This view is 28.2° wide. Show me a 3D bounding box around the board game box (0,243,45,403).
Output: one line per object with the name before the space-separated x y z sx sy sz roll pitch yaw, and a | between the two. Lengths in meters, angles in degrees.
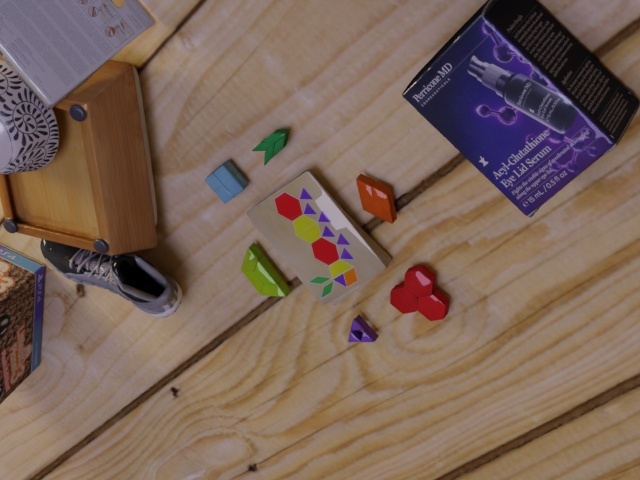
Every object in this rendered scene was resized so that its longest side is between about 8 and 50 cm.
board game box | -0.575 0.172 1.992 0.141 0.291 0.232 24 130 13

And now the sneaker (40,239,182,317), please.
sneaker | -0.307 0.030 1.845 0.228 0.086 0.132 24 168 4

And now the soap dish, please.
soap dish | -0.354 -0.121 1.780 0.229 0.118 0.291 13 127 23

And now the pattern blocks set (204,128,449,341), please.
pattern blocks set | 0.000 0.000 1.716 0.285 0.026 0.325 -22 108 38

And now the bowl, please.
bowl | -0.437 -0.148 1.676 0.170 0.080 0.170 15 127 22

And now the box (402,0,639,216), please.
box | 0.223 -0.158 1.424 0.207 0.108 0.153 42 133 -2

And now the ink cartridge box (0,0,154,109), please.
ink cartridge box | -0.329 -0.279 1.643 0.145 0.179 0.045 50 161 -7
